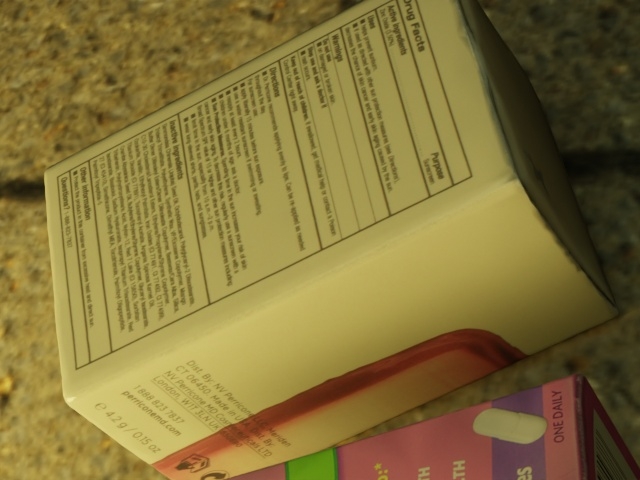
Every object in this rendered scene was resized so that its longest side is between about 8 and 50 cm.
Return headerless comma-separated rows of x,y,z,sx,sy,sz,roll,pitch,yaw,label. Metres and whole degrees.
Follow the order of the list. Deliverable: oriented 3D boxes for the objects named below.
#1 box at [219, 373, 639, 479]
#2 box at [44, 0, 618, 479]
0.012,0.192,0.614,0.243,0.117,0.213,-19,36,22,box
0.000,0.000,0.780,0.232,0.127,0.149,-25,49,16,box
